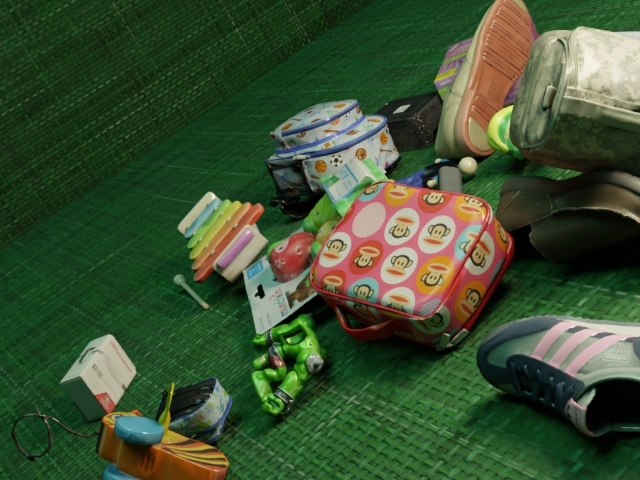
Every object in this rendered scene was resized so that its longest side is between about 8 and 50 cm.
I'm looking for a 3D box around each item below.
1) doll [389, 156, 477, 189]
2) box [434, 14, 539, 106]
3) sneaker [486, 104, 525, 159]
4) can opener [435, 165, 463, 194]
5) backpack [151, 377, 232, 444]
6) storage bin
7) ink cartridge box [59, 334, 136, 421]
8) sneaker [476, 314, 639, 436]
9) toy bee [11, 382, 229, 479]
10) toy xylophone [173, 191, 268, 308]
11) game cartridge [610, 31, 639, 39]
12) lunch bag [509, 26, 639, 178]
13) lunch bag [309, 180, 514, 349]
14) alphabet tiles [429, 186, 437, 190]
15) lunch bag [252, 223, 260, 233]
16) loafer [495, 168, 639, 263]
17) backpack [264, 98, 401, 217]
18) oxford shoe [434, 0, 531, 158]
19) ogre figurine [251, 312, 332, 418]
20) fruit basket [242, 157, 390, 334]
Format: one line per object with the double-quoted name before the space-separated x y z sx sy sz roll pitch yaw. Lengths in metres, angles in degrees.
"doll" 0.224 -0.129 1.922 0.189 0.046 0.129 -18 20 28
"box" 0.400 -0.401 2.241 0.214 0.117 0.243 -18 24 26
"sneaker" 0.461 -0.231 1.837 0.296 0.109 0.123 -29 50 -13
"can opener" 0.257 -0.051 1.727 0.095 0.076 0.283 7 26 3
"backpack" -0.195 0.274 1.514 0.114 0.084 0.105 -27 22 21
"storage bin" 0.204 -0.274 2.249 0.180 0.084 0.122 -4 32 50
"ink cartridge box" -0.417 0.258 1.814 0.056 0.099 0.135 -21 22 24
"sneaker" 0.293 0.163 1.108 0.319 0.112 0.131 -7 28 47
"toy bee" -0.263 0.288 1.410 0.195 0.298 0.162 -55 -6 10
"toy xylophone" -0.225 0.016 2.048 0.236 0.081 0.323 -53 27 -10
"game cartridge" 0.600 -0.348 1.807 0.196 0.060 0.294 2 7 -27
"lunch bag" 0.449 -0.180 1.389 0.305 0.212 0.256 14 16 -2
"lunch bag" 0.126 0.045 1.484 0.293 0.120 0.258 16 67 47
"alphabet tiles" 0.156 -0.076 1.967 0.237 0.009 0.198 -7 31 44
"lunch bag" -0.172 0.004 2.143 0.083 0.053 0.071 -21 23 -5
"loafer" 0.387 -0.017 1.418 0.130 0.134 0.366 -65 22 -9
"backpack" 0.035 -0.203 2.159 0.263 0.213 0.276 2 33 36
"oxford shoe" 0.331 -0.352 2.036 0.147 0.140 0.396 -8 54 55
"ogre figurine" -0.051 0.187 1.519 0.118 0.097 0.197 -37 8 13
"fruit basket" 0.000 0.000 1.785 0.353 0.165 0.327 -32 21 3
